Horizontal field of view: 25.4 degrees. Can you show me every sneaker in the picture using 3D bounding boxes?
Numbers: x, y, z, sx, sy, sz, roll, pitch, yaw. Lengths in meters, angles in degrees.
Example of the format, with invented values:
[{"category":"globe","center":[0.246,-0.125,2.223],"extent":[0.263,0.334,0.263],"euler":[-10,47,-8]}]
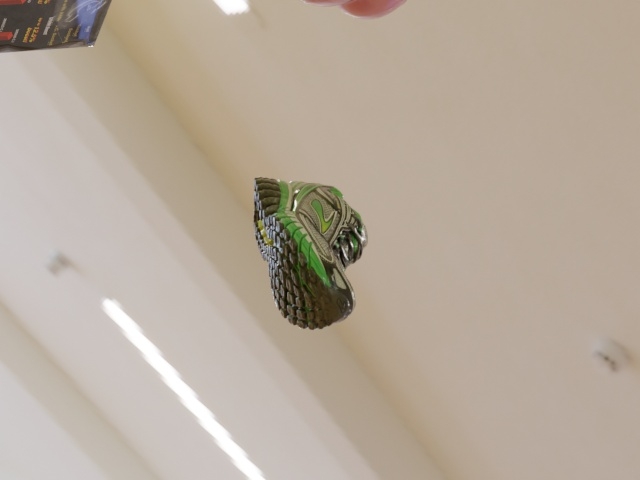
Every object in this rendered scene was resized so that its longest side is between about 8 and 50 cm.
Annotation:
[{"category":"sneaker","center":[0.000,0.000,1.892],"extent":[0.343,0.146,0.134],"euler":[-110,-163,-60]}]

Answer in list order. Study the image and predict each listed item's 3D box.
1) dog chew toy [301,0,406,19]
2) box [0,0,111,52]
[{"category":"dog chew toy","center":[0.001,-0.403,1.857],"extent":[0.332,0.207,0.206],"euler":[29,-13,-40]},{"category":"box","center":[-0.251,-0.283,1.130],"extent":[0.076,0.242,0.307],"euler":[54,-45,26]}]
